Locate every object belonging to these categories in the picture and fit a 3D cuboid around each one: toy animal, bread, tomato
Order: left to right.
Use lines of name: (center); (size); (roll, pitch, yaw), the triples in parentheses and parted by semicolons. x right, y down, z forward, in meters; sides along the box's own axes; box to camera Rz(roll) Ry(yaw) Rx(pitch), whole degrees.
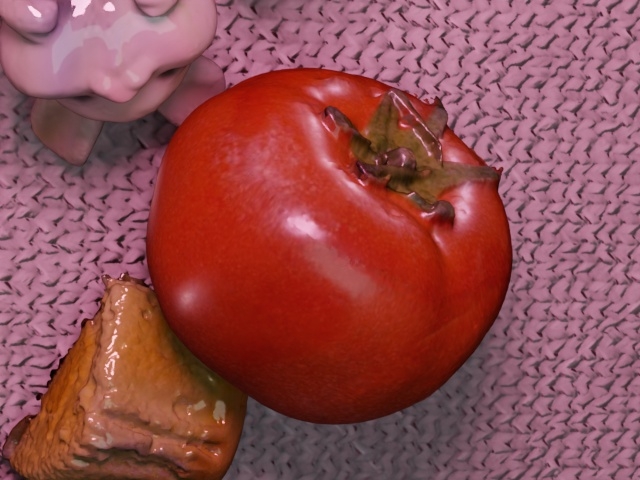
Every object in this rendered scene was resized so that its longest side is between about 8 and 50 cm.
toy animal: (-0.198, -0.225, 1.540); (0.196, 0.241, 0.368); (-13, 126, -2)
bread: (-0.168, 0.175, 1.702); (0.204, 0.163, 0.262); (15, 118, -31)
tomato: (0.000, 0.000, 1.613); (0.341, 0.341, 0.273); (28, 128, -22)
